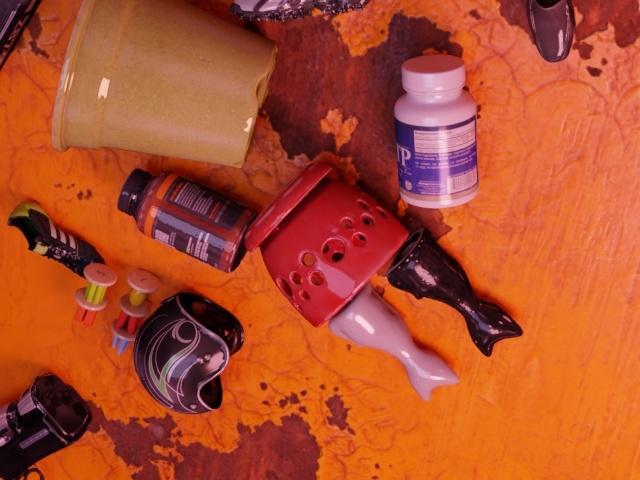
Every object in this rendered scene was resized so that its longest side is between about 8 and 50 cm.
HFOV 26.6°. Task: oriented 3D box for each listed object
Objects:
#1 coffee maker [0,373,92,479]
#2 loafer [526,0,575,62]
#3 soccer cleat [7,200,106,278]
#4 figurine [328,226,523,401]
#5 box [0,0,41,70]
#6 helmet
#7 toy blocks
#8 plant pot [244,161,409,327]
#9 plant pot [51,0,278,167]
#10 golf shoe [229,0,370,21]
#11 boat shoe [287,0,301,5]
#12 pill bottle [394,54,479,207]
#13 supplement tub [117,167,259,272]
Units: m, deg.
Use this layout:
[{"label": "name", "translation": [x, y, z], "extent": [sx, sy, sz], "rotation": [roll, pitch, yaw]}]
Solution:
[{"label": "coffee maker", "translation": [-0.472, 0.325, 2.280], "extent": [0.178, 0.120, 0.171], "rotation": [-30, 126, 30]}, {"label": "loafer", "translation": [0.287, -0.303, 1.724], "extent": [0.062, 0.061, 0.170], "rotation": [-4, 114, 20]}, {"label": "soccer cleat", "translation": [-0.412, 0.011, 2.113], "extent": [0.179, 0.072, 0.060], "rotation": [39, 121, -3]}, {"label": "figurine", "translation": [0.153, 0.121, 1.971], "extent": [0.209, 0.092, 0.215], "rotation": [42, 122, -9]}, {"label": "box", "translation": [-0.614, -0.398, 1.968], "extent": [0.395, 0.097, 0.318], "rotation": [38, 123, -2]}, {"label": "helmet", "translation": [-0.205, 0.180, 2.076], "extent": [0.169, 0.169, 0.161], "rotation": [35, 105, 0]}, {"label": "toy blocks", "translation": [-0.331, 0.113, 2.127], "extent": [0.123, 0.054, 0.148], "rotation": [10, 123, -21]}, {"label": "plant pot", "translation": [0.000, 0.000, 1.900], "extent": [0.174, 0.191, 0.191], "rotation": [43, 121, -2]}, {"label": "plant pot", "translation": [-0.200, -0.218, 1.841], "extent": [0.253, 0.276, 0.276], "rotation": [16, 120, -3]}, {"label": "golf shoe", "translation": [-0.031, -0.343, 1.817], "extent": [0.198, 0.077, 0.094], "rotation": [-5, 97, 19]}, {"label": "boat shoe", "translation": [-0.099, -0.390, 1.768], "extent": [0.233, 0.084, 0.079], "rotation": [38, 109, 23]}, {"label": "pill bottle", "translation": [0.155, -0.148, 1.817], "extent": [0.112, 0.112, 0.187], "rotation": [3, 116, 18]}, {"label": "supplement tub", "translation": [-0.197, -0.036, 1.998], "extent": [0.197, 0.106, 0.106], "rotation": [25, 121, 6]}]
